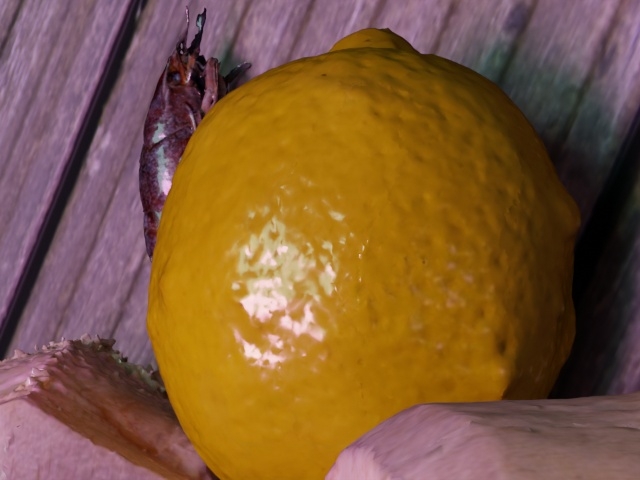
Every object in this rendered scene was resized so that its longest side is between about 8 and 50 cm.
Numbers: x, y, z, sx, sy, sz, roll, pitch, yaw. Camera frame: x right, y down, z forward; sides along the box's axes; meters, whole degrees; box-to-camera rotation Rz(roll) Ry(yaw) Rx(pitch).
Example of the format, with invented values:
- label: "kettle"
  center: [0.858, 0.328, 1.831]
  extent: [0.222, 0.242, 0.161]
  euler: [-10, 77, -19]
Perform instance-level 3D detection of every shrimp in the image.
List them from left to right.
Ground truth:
- label: "shrimp"
  center: [-0.087, -0.066, 1.278]
  extent: [0.075, 0.073, 0.190]
  euler: [-10, 77, 40]

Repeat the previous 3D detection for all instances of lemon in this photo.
- label: "lemon"
  center: [0.022, 0.021, 1.024]
  extent: [0.233, 0.233, 0.288]
  euler: [-6, 72, 46]

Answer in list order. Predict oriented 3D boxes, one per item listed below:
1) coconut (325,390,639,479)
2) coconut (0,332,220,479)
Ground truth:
- label: "coconut"
  center: [0.167, 0.245, 0.737]
  extent: [0.405, 0.405, 0.404]
  euler: [-15, 69, 44]
- label: "coconut"
  center: [-0.171, 0.201, 1.085]
  extent: [0.309, 0.297, 0.297]
  euler: [-97, 27, -82]
